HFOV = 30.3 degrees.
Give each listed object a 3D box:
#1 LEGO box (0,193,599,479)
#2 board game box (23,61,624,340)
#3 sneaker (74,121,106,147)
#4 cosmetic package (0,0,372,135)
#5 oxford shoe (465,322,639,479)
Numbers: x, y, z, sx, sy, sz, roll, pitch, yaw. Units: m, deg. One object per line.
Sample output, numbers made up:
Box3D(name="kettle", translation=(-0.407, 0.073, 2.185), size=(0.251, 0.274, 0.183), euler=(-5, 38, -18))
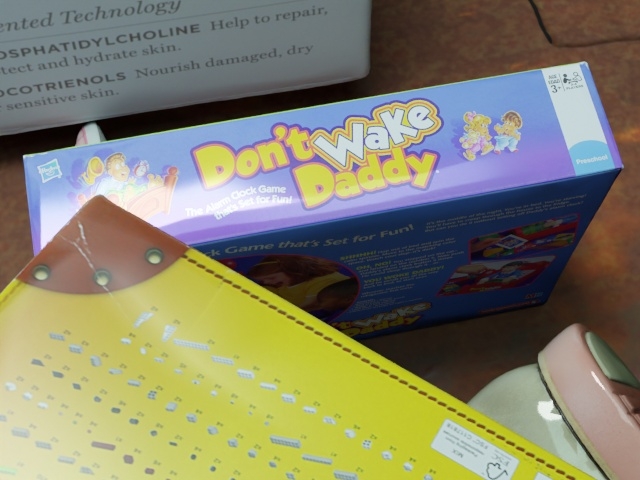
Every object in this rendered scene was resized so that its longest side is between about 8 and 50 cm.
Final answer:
Box3D(name="LEGO box", translation=(0.034, 0.258, 0.590), size=(0.500, 0.372, 0.193), euler=(29, 55, 11))
Box3D(name="board game box", translation=(0.000, 0.000, 0.797), size=(0.347, 0.233, 0.078), euler=(-10, 67, -7))
Box3D(name="sneaker", translation=(-0.189, -0.029, 0.904), size=(0.070, 0.051, 0.134), euler=(-15, 61, 1))
Box3D(name="cosmetic package", translation=(-0.146, -0.335, 0.838), size=(0.328, 0.393, 0.329), euler=(-9, 58, -5))
Box3D(name="oxford shoe", translation=(0.222, 0.255, 0.768), size=(0.147, 0.140, 0.397), euler=(-34, 73, 17))
